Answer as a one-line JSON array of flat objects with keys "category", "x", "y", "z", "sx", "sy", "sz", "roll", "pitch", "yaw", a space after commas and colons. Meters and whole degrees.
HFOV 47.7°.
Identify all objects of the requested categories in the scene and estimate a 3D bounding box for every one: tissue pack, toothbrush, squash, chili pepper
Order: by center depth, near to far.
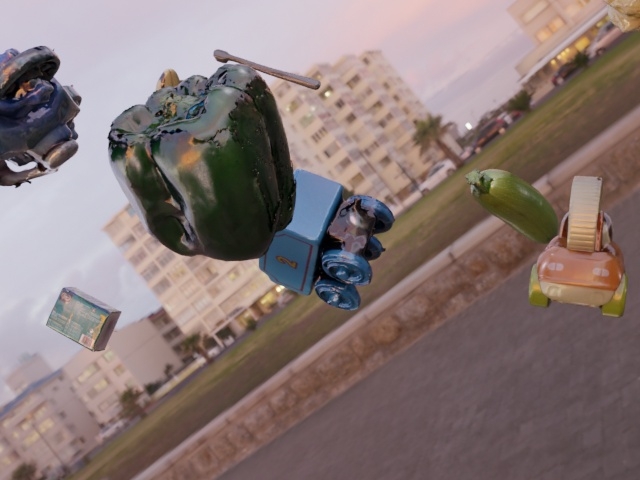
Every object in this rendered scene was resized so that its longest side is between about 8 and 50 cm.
[{"category": "chili pepper", "x": -0.155, "y": -0.104, "z": 1.042, "sx": 0.248, "sy": 0.257, "sz": 0.233, "roll": 11, "pitch": 41, "yaw": 41}, {"category": "tissue pack", "x": -0.447, "y": 0.150, "z": 1.387, "sx": 0.085, "sy": 0.111, "sz": 0.079, "roll": -65, "pitch": -11, "yaw": 1}, {"category": "squash", "x": 0.444, "y": -0.083, "z": 1.644, "sx": 0.107, "sy": 0.107, "sz": 0.395, "roll": -39, "pitch": -38, "yaw": 24}, {"category": "toothbrush", "x": -0.141, "y": -0.449, "z": 1.909, "sx": 0.030, "sy": 0.297, "sz": 0.030, "roll": 99, "pitch": -171, "yaw": -74}]

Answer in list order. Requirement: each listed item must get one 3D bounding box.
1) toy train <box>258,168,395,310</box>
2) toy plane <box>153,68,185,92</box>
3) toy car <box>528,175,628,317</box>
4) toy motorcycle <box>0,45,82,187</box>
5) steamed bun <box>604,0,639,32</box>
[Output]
[{"category": "toy train", "x": 0.000, "y": 0.000, "z": 1.502, "sx": 0.300, "sy": 0.265, "sz": 0.188, "roll": 101, "pitch": -168, "yaw": -64}, {"category": "toy plane", "x": -0.355, "y": -0.297, "z": 1.717, "sx": 0.092, "sy": 0.229, "sz": 0.244, "roll": -16, "pitch": -43, "yaw": -37}, {"category": "toy car", "x": 0.437, "y": 0.001, "z": 1.198, "sx": 0.145, "sy": 0.235, "sz": 0.235, "roll": 7, "pitch": 19, "yaw": 22}, {"category": "toy motorcycle", "x": -0.439, "y": -0.148, "z": 1.023, "sx": 0.319, "sy": 0.182, "sz": 0.241, "roll": 162, "pitch": 130, "yaw": -80}, {"category": "steamed bun", "x": 0.453, "y": -0.374, "z": 0.933, "sx": 0.192, "sy": 0.178, "sz": 0.106, "roll": -8, "pitch": 2, "yaw": 12}]
